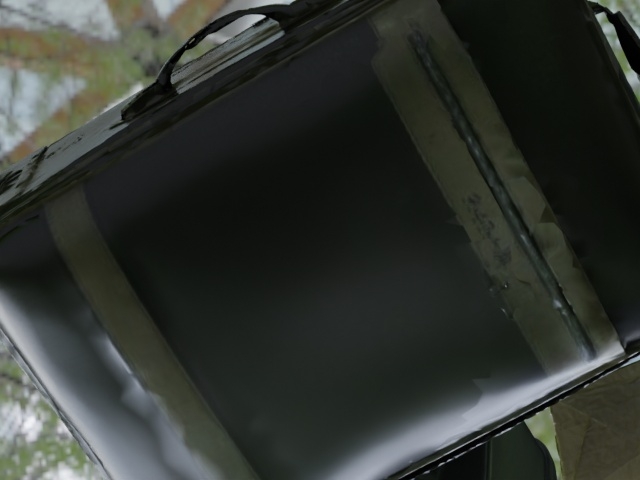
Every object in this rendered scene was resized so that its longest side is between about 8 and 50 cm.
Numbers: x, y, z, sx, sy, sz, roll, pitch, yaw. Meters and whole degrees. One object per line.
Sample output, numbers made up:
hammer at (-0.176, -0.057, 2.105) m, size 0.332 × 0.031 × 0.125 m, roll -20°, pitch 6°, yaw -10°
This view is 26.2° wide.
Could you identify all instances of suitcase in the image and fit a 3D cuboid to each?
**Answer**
suitcase at (0.000, 0.000, 0.811) m, size 0.434 × 0.283 × 0.194 m, roll -29°, pitch -161°, yaw 6°

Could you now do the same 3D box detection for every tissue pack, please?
tissue pack at (0.393, 0.267, 1.468) m, size 0.200 × 0.275 × 0.167 m, roll -24°, pitch -143°, yaw 18°

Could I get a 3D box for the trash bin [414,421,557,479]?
trash bin at (0.105, 0.200, 0.975) m, size 0.101 × 0.236 × 0.177 m, roll -3°, pitch -120°, yaw 20°
